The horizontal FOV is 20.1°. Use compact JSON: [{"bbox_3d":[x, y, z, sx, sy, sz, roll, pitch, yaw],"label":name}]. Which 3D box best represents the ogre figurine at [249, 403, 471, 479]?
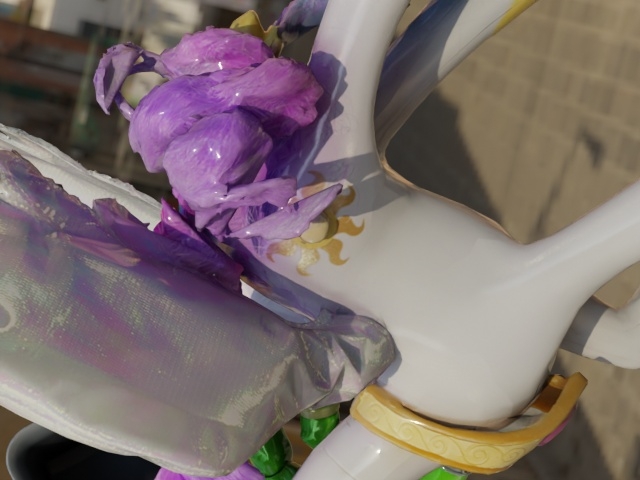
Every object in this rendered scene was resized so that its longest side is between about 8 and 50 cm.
[{"bbox_3d":[0.026,0.155,1.257,0.097,0.197,0.118,-60,-31,-74],"label":"ogre figurine"}]

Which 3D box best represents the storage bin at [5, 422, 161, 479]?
[{"bbox_3d":[-0.117,0.141,1.139,0.098,0.135,0.091,61,173,8],"label":"storage bin"}]

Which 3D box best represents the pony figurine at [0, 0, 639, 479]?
[{"bbox_3d":[0.000,0.000,0.700,0.363,0.351,0.303,-52,11,7],"label":"pony figurine"}]
